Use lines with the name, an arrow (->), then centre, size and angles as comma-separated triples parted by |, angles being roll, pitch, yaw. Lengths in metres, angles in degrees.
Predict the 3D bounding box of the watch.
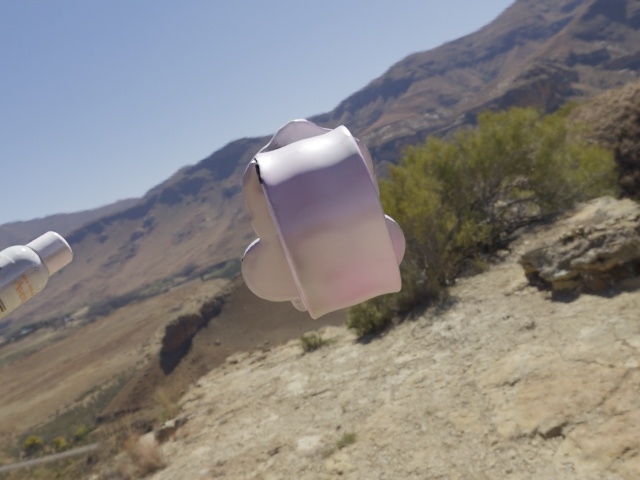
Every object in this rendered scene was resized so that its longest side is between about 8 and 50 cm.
watch -> 0.000, 0.000, 0.660 | 0.211, 0.248, 0.217 | -17, 24, -1

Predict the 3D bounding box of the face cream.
face cream -> -0.470, 0.078, 0.815 | 0.082, 0.081, 0.269 | -12, 24, 48
